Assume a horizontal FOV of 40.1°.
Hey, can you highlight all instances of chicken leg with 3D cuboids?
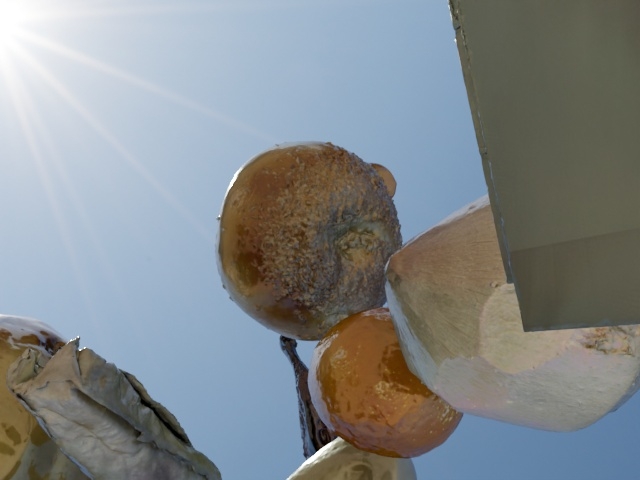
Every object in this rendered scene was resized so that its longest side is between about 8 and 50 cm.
[{"bbox_3d":[-0.020,0.262,1.451,0.051,0.106,0.253,-8,-109,-21],"label":"chicken leg"}]

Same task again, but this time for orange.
[{"bbox_3d":[0.075,0.154,0.955,0.177,0.178,0.155,35,-70,40],"label":"orange"}]

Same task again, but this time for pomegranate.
[{"bbox_3d":[-0.365,0.235,0.930,0.319,0.319,0.319,-15,-125,22],"label":"pomegranate"}]

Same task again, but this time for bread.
[{"bbox_3d":[0.000,0.000,1.244,0.159,0.305,0.305,1,-120,51],"label":"bread"}]

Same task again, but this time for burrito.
[{"bbox_3d":[-0.109,0.120,0.512,0.058,0.188,0.045,-28,-141,2],"label":"burrito"}]

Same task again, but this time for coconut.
[{"bbox_3d":[0.168,0.062,0.783,0.224,0.234,0.224,-48,-148,44],"label":"coconut"}]

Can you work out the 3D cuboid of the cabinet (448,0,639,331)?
[{"bbox_3d":[0.158,-0.079,0.363,0.150,0.145,0.206,-17,-97,63],"label":"cabinet"}]

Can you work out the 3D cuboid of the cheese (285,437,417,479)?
[{"bbox_3d":[-0.026,0.396,1.155,0.351,0.129,0.328,7,-105,28],"label":"cheese"}]

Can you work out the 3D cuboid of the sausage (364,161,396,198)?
[{"bbox_3d":[0.028,-0.099,1.795,0.328,0.112,0.112,-5,-126,59],"label":"sausage"}]
